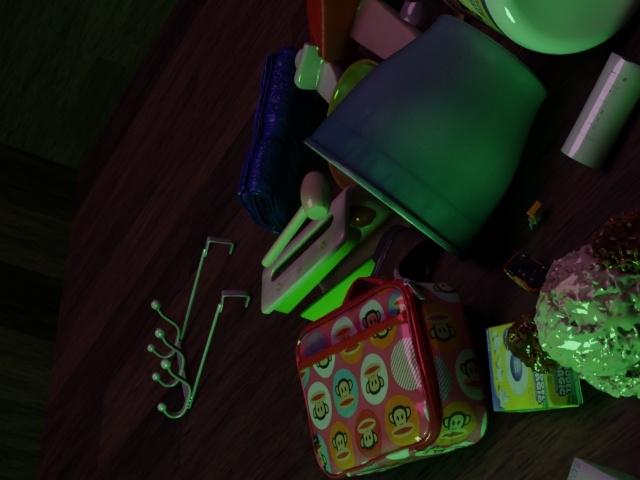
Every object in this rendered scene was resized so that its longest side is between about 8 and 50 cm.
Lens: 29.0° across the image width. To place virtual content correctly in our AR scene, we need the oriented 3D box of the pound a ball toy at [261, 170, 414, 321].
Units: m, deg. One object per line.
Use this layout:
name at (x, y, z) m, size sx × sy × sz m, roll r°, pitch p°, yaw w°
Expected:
pound a ball toy at (0.000, 0.000, 1.941) m, size 0.319 × 0.208 × 0.135 m, roll -45°, pitch 34°, yaw 47°

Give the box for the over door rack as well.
over door rack at (-0.273, 0.168, 2.552) m, size 0.324 × 0.108 × 0.239 m, roll -61°, pitch 25°, yaw 22°

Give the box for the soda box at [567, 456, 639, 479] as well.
soda box at (0.307, 0.270, 1.173) m, size 0.216 × 0.074 × 0.069 m, roll -163°, pitch 92°, yaw -75°

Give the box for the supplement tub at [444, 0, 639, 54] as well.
supplement tub at (0.267, -0.384, 1.623) m, size 0.228 × 0.228 × 0.316 m, roll -65°, pitch 23°, yaw 13°

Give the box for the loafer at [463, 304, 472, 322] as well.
loafer at (0.157, 0.142, 1.685) m, size 0.170 × 0.062 × 0.061 m, roll -48°, pitch 54°, yaw 49°

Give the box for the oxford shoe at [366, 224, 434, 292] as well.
oxford shoe at (0.107, 0.091, 1.797) m, size 0.096 × 0.083 × 0.227 m, roll 15°, pitch 90°, yaw 57°

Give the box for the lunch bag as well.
lunch bag at (0.086, 0.169, 1.644) m, size 0.293 × 0.120 × 0.258 m, roll -33°, pitch 62°, yaw 52°

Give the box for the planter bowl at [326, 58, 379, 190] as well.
planter bowl at (0.099, -0.178, 1.986) m, size 0.217 × 0.090 × 0.217 m, roll -10°, pitch 78°, yaw 59°

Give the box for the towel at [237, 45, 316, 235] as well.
towel at (-0.083, -0.185, 2.321) m, size 0.227 × 0.076 × 0.308 m, roll 71°, pitch -150°, yaw -69°

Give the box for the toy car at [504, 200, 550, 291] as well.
toy car at (0.276, 0.014, 1.557) m, size 0.122 × 0.060 × 0.040 m, roll -63°, pitch -27°, yaw -25°

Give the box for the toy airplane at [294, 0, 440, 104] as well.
toy airplane at (0.069, -0.421, 2.122) m, size 0.384 × 0.272 × 0.386 m, roll 138°, pitch 113°, yaw -71°

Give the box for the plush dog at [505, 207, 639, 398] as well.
plush dog at (0.303, 0.080, 1.171) m, size 0.262 × 0.225 × 0.210 m, roll -55°, pitch 27°, yaw 32°

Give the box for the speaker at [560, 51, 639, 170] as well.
speaker at (0.344, -0.154, 1.489) m, size 0.136 × 0.055 × 0.055 m, roll -65°, pitch 23°, yaw 14°

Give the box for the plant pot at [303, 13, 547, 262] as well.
plant pot at (0.162, -0.151, 1.667) m, size 0.255 × 0.272 × 0.271 m, roll -52°, pitch 24°, yaw 3°

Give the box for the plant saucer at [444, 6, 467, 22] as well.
plant saucer at (0.212, -0.340, 1.983) m, size 0.083 × 0.015 × 0.083 m, roll -49°, pitch 30°, yaw 42°

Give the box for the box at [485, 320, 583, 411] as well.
box at (0.246, 0.142, 1.417) m, size 0.179 × 0.043 × 0.105 m, roll 150°, pitch 117°, yaw -70°
